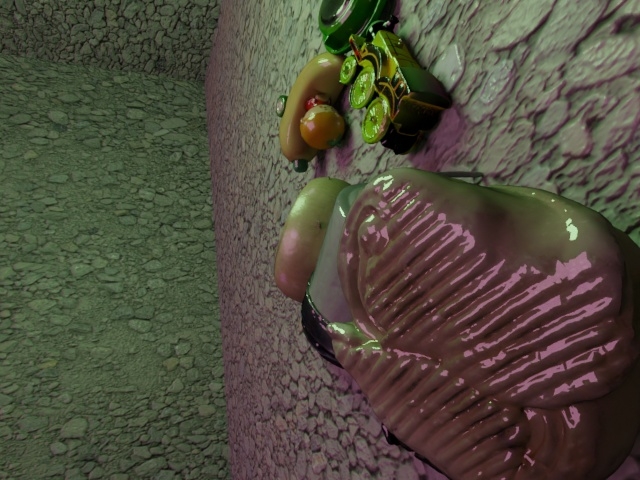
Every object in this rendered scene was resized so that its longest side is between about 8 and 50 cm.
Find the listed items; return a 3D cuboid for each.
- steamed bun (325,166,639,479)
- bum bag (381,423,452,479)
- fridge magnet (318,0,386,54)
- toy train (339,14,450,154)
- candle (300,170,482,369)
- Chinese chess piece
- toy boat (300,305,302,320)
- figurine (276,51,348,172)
[{"bbox_3d":[0.183,0.085,0.517,0.324,0.219,0.310,24,117,38],"label":"steamed bun"},{"bbox_3d":[0.181,0.293,0.712,0.340,0.095,0.144,170,93,-73],"label":"bum bag"},{"bbox_3d":[0.067,-0.499,0.995,0.208,0.088,0.208,-28,54,46],"label":"fridge magnet"},{"bbox_3d":[0.124,-0.292,0.865,0.161,0.100,0.296,-55,39,41],"label":"toy train"},{"bbox_3d":[0.100,0.034,0.750,0.221,0.221,0.343,-120,38,-51],"label":"candle"},{"bbox_3d":[0.000,0.000,0.974,0.273,0.102,0.273,21,-90,-78],"label":"Chinese chess piece"},{"bbox_3d":[0.025,0.204,1.103,0.283,0.078,0.127,-158,70,-66],"label":"toy boat"},{"bbox_3d":[-0.011,-0.312,1.158,0.324,0.124,0.222,-51,43,50],"label":"figurine"}]
